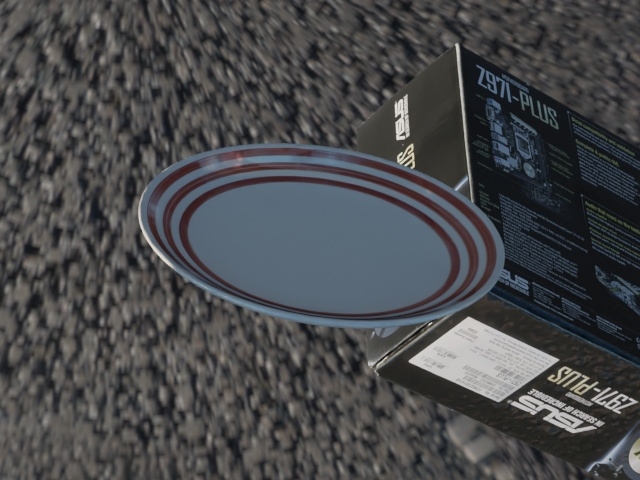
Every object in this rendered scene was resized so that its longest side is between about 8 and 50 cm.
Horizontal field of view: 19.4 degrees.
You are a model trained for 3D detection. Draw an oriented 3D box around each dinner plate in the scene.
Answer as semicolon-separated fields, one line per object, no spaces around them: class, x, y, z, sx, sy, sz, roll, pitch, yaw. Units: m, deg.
dinner plate;0.000;0.000;0.717;0.141;0.141;0.017;6;120;-7

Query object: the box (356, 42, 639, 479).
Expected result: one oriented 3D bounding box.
box;0.110;0.016;0.875;0.180;0.147;0.077;26;133;-29
